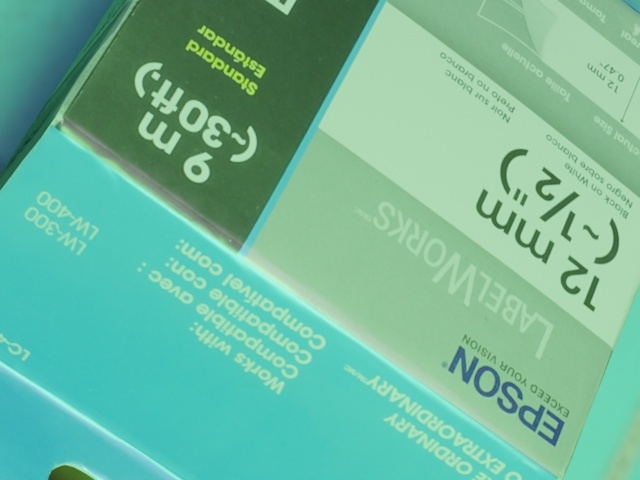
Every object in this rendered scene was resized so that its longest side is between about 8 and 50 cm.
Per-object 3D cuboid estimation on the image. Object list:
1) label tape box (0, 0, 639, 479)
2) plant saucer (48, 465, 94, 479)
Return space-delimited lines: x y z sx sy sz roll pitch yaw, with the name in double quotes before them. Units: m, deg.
"label tape box" 0.000 0.000 0.789 0.249 0.115 0.348 36 54 -12
"plant saucer" -0.102 0.160 0.786 0.278 0.041 0.278 5 76 -21
